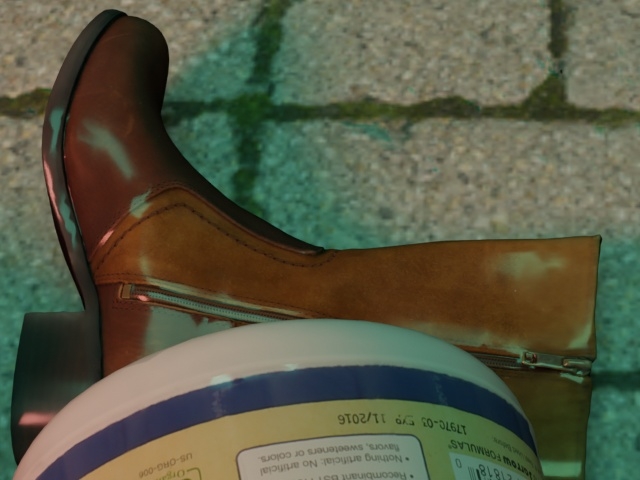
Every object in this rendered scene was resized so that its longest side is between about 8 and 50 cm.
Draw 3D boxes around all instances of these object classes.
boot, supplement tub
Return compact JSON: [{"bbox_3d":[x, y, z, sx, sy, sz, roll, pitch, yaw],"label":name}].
[{"bbox_3d":[0.000,0.000,0.980,0.280,0.096,0.264,0,55,5],"label":"boot"},{"bbox_3d":[0.004,0.215,0.749,0.228,0.228,0.316,-11,55,-2],"label":"supplement tub"}]
